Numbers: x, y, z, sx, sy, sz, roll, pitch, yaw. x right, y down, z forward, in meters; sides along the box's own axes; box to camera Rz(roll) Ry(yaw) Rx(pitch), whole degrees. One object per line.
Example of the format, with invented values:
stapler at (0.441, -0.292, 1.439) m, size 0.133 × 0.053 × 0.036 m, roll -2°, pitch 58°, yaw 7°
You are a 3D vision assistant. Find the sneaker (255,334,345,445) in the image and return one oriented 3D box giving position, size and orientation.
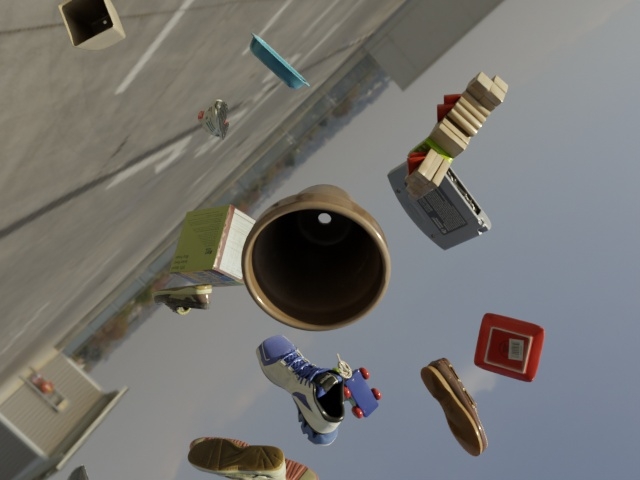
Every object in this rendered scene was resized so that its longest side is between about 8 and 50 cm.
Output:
sneaker at (-0.026, 0.363, 1.573) m, size 0.127 × 0.315 × 0.182 m, roll -21°, pitch 155°, yaw -37°

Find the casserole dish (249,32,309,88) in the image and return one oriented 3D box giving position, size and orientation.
casserole dish at (-0.107, -0.432, 1.473) m, size 0.037 × 0.188 × 0.114 m, roll -46°, pitch -171°, yaw 13°

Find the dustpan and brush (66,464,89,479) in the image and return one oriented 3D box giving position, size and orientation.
dustpan and brush at (-0.610, 0.665, 1.474) m, size 0.060 × 0.147 × 0.211 m, roll -6°, pitch 143°, yaw -37°

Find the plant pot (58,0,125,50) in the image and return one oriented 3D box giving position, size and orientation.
plant pot at (-0.514, -0.500, 1.382) m, size 0.109 × 0.109 × 0.096 m, roll -23°, pitch 175°, yaw 11°

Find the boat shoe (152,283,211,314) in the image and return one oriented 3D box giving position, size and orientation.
boat shoe at (-0.367, 0.159, 1.574) m, size 0.223 × 0.073 × 0.080 m, roll -12°, pitch 170°, yaw 40°

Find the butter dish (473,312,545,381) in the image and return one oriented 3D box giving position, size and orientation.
butter dish at (0.502, 0.268, 1.578) m, size 0.118 × 0.159 × 0.160 m, roll -20°, pitch 120°, yaw -61°

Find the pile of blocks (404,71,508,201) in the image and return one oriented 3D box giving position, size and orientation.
pile of blocks at (0.302, -0.270, 1.461) m, size 0.362 × 0.112 × 0.149 m, roll -52°, pitch -171°, yaw -6°

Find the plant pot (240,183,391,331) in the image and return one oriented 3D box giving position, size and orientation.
plant pot at (0.000, 0.000, 1.130) m, size 0.263 × 0.263 × 0.229 m, roll -40°, pitch -162°, yaw 23°

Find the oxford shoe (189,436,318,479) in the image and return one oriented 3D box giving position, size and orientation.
oxford shoe at (-0.212, 0.702, 1.769) m, size 0.140 × 0.397 × 0.147 m, roll -33°, pitch 141°, yaw -76°

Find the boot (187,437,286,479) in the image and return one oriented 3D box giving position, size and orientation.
boot at (-0.169, 0.505, 1.285) m, size 0.213 × 0.165 × 0.077 m, roll 0°, pitch -143°, yaw 13°

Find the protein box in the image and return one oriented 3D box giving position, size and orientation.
protein box at (-0.311, 0.022, 1.776) m, size 0.199 × 0.136 × 0.201 m, roll -6°, pitch -117°, yaw 39°

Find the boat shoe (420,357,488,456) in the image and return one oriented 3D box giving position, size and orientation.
boat shoe at (0.294, 0.343, 1.261) m, size 0.073 × 0.207 × 0.073 m, roll -16°, pitch 161°, yaw -37°

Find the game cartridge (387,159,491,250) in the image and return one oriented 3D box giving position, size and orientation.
game cartridge at (0.338, -0.116, 1.763) m, size 0.198 × 0.297 × 0.062 m, roll -27°, pitch -166°, yaw 51°

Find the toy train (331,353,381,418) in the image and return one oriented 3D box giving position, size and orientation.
toy train at (0.074, 0.425, 1.861) m, size 0.105 × 0.248 × 0.143 m, roll -39°, pitch -158°, yaw -24°

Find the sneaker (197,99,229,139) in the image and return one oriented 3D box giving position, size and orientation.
sneaker at (-0.271, -0.303, 1.488) m, size 0.161 × 0.075 × 0.057 m, roll 111°, pitch -3°, yaw -75°
